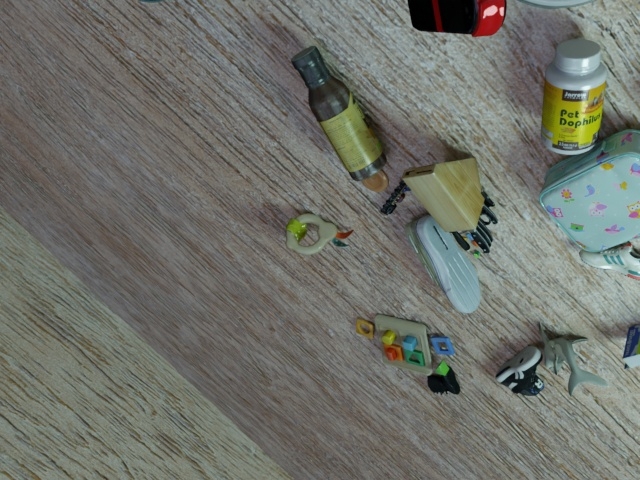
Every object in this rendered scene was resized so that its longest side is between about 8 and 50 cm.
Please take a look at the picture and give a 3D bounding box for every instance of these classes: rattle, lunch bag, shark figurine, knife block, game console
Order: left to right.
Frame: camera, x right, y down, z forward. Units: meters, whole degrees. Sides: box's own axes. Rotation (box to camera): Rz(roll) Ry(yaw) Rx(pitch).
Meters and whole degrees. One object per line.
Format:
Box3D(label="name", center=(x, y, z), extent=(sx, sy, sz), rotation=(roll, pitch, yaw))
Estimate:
Box3D(label="rattle", center=(0.000, 0.000, 2.207), extent=(0.199, 0.130, 0.143), rotation=(-1, 145, 3))
Box3D(label="game console", center=(0.207, -0.556, 1.315), extent=(0.342, 0.060, 0.386), rotation=(-127, 21, -68))
Box3D(label="knife block", center=(0.320, -0.070, 1.772), extent=(0.088, 0.275, 0.242), rotation=(-8, 94, 41))
Box3D(label="shark figurine", center=(0.660, 0.293, 1.960), extent=(0.116, 0.278, 0.166), rotation=(-14, 92, 1))
Box3D(label="lunch bag", center=(0.625, -0.109, 1.598), extent=(0.224, 0.108, 0.279), rotation=(44, 140, -12))

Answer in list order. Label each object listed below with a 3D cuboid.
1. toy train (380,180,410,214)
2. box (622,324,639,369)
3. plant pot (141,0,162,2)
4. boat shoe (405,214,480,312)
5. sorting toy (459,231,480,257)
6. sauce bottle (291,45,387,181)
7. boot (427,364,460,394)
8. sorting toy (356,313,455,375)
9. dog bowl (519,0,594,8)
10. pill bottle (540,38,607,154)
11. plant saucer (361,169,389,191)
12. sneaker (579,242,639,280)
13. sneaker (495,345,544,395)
Box3D(label="toy train", center=(0.204, -0.116, 1.971), extent=(0.036, 0.027, 0.158), rotation=(33, 141, 0))
Box3D(label="box", center=(0.811, 0.244, 1.813), extent=(0.042, 0.109, 0.178), rotation=(43, 141, -13))
Box3D(label="plant pot", center=(-0.367, -0.713, 1.668), extent=(0.293, 0.196, 0.293), rotation=(20, 139, 19))
Box3D(label="boat shoe", center=(0.332, 0.062, 2.011), extent=(0.094, 0.109, 0.302), rotation=(-4, 118, 58))
Box3D(label="sorting toy", center=(0.401, 0.011, 1.962), extent=(0.083, 0.012, 0.062), rotation=(48, 139, -13))
Box3D(label="sauce bottle", center=(0.044, -0.310, 1.831), extent=(0.111, 0.111, 0.344), rotation=(-8, 124, 41))
Box3D(label="boot", center=(0.384, 0.444, 2.383), extent=(0.099, 0.045, 0.121), rotation=(-1, 127, 44))
Box3D(label="sorting toy", center=(0.253, 0.334, 2.342), extent=(0.347, 0.047, 0.196), rotation=(11, 128, 33))
Box3D(label="dog bowl", center=(0.408, -0.554, 1.241), extent=(0.348, 0.102, 0.349), rotation=(8, 117, 16))
Box3D(label="pill bottle", center=(0.509, -0.289, 1.502), extent=(0.117, 0.117, 0.215), rotation=(14, 136, 26))
Box3D(label="plant saucer", center=(0.141, -0.162, 1.982), extent=(0.083, 0.013, 0.083), rotation=(20, 138, 19))
Box3D(label="sneaker", center=(0.693, 0.033, 1.746), extent=(0.161, 0.057, 0.075), rotation=(20, 121, 22))
Box3D(label="sneaker", center=(0.604, 0.379, 2.134), extent=(0.121, 0.079, 0.217), rotation=(33, 149, -1))
